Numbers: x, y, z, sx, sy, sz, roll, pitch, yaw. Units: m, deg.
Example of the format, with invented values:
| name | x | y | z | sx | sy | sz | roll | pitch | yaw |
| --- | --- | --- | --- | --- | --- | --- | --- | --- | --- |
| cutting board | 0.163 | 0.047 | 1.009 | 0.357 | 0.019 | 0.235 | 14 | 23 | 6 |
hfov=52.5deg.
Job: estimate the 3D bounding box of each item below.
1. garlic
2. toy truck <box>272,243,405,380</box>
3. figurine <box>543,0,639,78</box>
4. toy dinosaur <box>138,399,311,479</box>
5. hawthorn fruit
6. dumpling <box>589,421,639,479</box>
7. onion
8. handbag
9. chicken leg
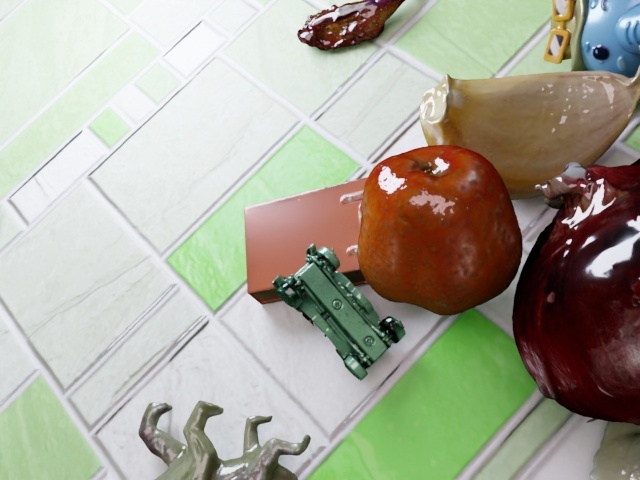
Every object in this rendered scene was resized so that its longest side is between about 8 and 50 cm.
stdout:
| name | x | y | z | sx | sy | sz | roll | pitch | yaw |
| --- | --- | --- | --- | --- | --- | --- | --- | --- | --- |
| garlic | 0.241 | -0.134 | 0.753 | 0.245 | 0.164 | 0.145 | -9 | 47 | 7 |
| toy truck | 0.019 | 0.082 | 0.755 | 0.080 | 0.078 | 0.154 | -43 | 92 | -13 |
| figurine | 0.389 | -0.255 | 0.738 | 0.262 | 0.180 | 0.154 | 3 | 45 | 50 |
| toy dinosaur | -0.114 | 0.267 | 0.718 | 0.294 | 0.077 | 0.162 | 2 | 66 | 17 |
| hawthorn fruit | 0.120 | -0.012 | 0.682 | 0.189 | 0.189 | 0.189 | -7 | 64 | 14 |
| dumpling | 0.387 | 0.172 | 0.576 | 0.243 | 0.175 | 0.227 | 8 | 37 | 3 |
| onion | 0.301 | 0.015 | 0.576 | 0.314 | 0.314 | 0.232 | -40 | 94 | -4 |
| handbag | 0.000 | 0.000 | 0.823 | 0.190 | 0.063 | 0.127 | -14 | 62 | 15 |
| chicken leg | 0.062 | -0.340 | 0.972 | 0.205 | 0.053 | 0.093 | -9 | 49 | 9 |
